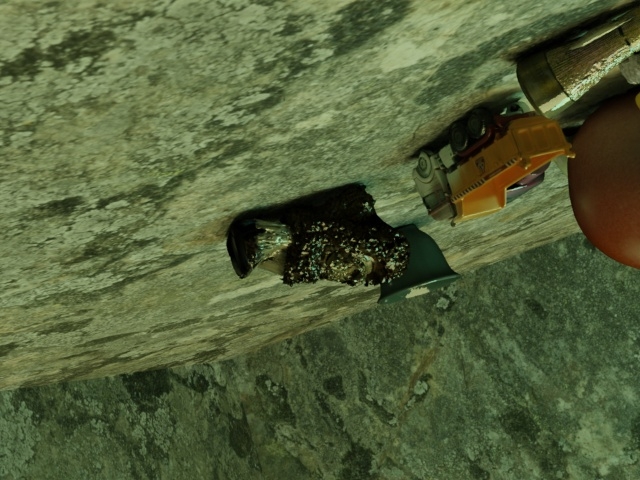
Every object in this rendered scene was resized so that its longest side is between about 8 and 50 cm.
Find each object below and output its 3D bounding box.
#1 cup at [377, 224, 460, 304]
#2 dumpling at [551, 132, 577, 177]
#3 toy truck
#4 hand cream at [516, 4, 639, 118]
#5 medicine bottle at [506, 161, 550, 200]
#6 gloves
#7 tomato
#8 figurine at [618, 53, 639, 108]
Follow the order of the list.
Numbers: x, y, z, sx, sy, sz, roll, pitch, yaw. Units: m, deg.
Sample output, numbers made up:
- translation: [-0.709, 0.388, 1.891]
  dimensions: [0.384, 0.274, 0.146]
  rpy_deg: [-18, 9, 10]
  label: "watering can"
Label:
- translation: [0.201, 0.046, 2.161]
  dimensions: [0.199, 0.150, 0.199]
  rpy_deg: [-18, 170, -3]
  label: "cup"
- translation: [0.480, -0.149, 1.772]
  dimensions: [0.169, 0.100, 0.134]
  rpy_deg: [-10, 179, -32]
  label: "dumpling"
- translation: [0.251, -0.115, 1.444]
  dimensions: [0.114, 0.135, 0.270]
  rpy_deg: [-13, 169, -28]
  label: "toy truck"
- translation: [0.346, -0.232, 1.174]
  dimensions: [0.203, 0.084, 0.084]
  rpy_deg: [-29, 166, 27]
  label: "hand cream"
- translation: [0.315, -0.120, 1.637]
  dimensions: [0.119, 0.094, 0.188]
  rpy_deg: [-16, 170, -21]
  label: "medicine bottle"
- translation: [0.001, 0.004, 1.624]
  dimensions: [0.312, 0.135, 0.210]
  rpy_deg: [6, 142, -14]
  label: "gloves"
- translation: [0.556, -0.107, 1.523]
  dimensions: [0.321, 0.322, 0.321]
  rpy_deg: [-17, 170, -3]
  label: "tomato"
- translation: [0.526, -0.236, 1.334]
  dimensions: [0.240, 0.116, 0.174]
  rpy_deg: [-10, 167, -36]
  label: "figurine"
